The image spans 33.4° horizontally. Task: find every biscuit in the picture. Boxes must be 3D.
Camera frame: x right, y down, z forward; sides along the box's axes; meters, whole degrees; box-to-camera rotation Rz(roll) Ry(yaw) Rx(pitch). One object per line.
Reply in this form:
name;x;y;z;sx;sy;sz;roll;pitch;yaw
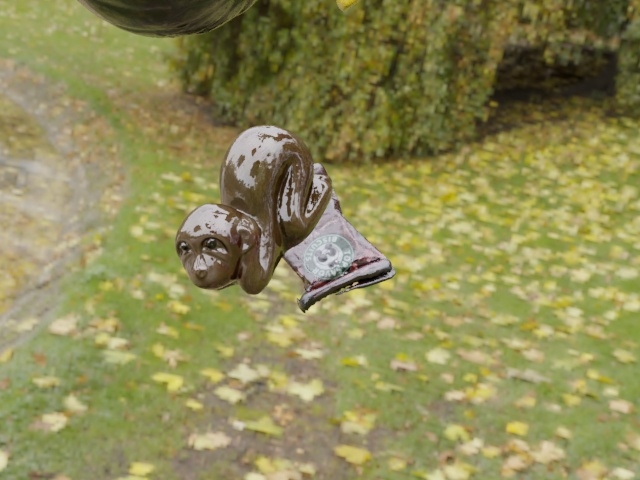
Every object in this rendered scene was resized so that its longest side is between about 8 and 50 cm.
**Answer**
biscuit;-0.006;0.002;1.619;0.235;0.151;0.063;56;-4;34

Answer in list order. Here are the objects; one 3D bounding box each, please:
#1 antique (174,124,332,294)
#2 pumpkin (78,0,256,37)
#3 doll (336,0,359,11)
antique;-0.093;-0.039;1.364;0.121;0.257;0.143;4;-41;47
pumpkin;-0.099;-0.273;0.856;0.216;0.250;0.250;39;17;10
doll;-0.034;-0.433;1.360;0.316;0.145;0.103;54;21;4
